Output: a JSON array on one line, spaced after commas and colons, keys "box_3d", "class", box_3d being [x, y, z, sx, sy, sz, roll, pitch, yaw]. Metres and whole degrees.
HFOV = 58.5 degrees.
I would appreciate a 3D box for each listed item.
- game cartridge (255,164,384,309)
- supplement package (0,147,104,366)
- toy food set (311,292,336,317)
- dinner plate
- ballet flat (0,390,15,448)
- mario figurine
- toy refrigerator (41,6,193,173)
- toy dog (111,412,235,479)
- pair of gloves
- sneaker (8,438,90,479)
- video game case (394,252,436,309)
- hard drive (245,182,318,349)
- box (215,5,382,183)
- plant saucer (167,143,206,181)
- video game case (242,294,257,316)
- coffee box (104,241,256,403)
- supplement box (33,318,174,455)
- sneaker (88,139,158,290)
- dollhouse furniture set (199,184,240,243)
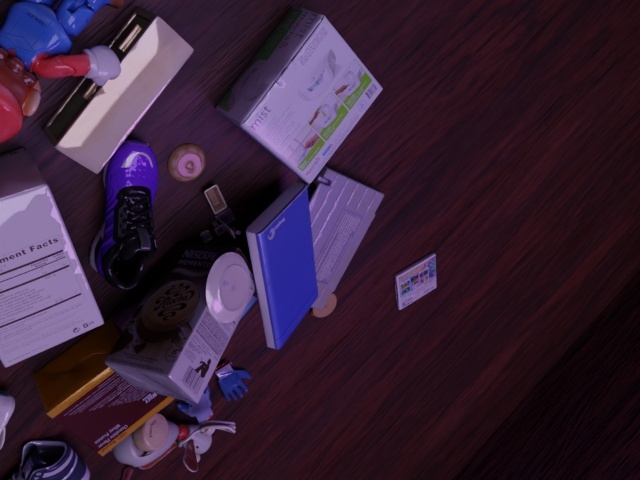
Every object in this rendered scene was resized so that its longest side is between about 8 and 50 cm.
[{"box_3d": [0.000, 0.000, 1.442, 0.230, 0.068, 0.355, 17, 105, -48], "class": "game cartridge"}, {"box_3d": [-0.514, 0.026, 0.961, 0.175, 0.177, 0.293, -24, 129, -25], "class": "supplement package"}, {"box_3d": [0.009, 0.178, 1.586, 0.083, 0.020, 0.082, 24, 101, -45], "class": "toy food set"}, {"box_3d": [-0.176, 0.094, 1.131, 0.141, 0.017, 0.141, -5, 95, -60], "class": "dinner plate"}, {"box_3d": [-0.715, 0.464, 1.128, 0.139, 0.139, 0.400, 20, 102, -44], "class": "ballet flat"}, {"box_3d": [-0.437, -0.280, 0.857, 0.320, 0.198, 0.170, -58, 152, -10], "class": "mario figurine"}, {"box_3d": [-0.348, -0.258, 0.969, 0.269, 0.102, 0.094, -51, 135, 0], "class": "toy refrigerator"}, {"box_3d": [-0.379, 0.509, 1.364, 0.334, 0.220, 0.161, 22, 59, -38], "class": "toy dog"}, {"box_3d": [-0.275, 0.394, 1.496, 0.198, 0.023, 0.159, -32, 134, -17], "class": "pair of gloves"}, {"box_3d": [-0.653, 0.540, 1.229, 0.282, 0.099, 0.153, -29, 136, -30], "class": "sneaker"}, {"box_3d": [0.299, 0.128, 1.787, 0.157, 0.019, 0.143, -28, 130, -21], "class": "video game case"}, {"box_3d": [-0.076, 0.059, 1.286, 0.210, 0.040, 0.318, -51, 145, -46], "class": "hard drive"}, {"box_3d": [-0.038, -0.292, 1.175, 0.262, 0.127, 0.231, -53, 135, 2], "class": "box"}, {"box_3d": [-0.268, -0.155, 1.159, 0.083, 0.015, 0.083, -20, 127, -28], "class": "plant saucer"}, {"box_3d": [-0.242, 0.150, 1.373, 0.119, 0.015, 0.166, -51, 136, -1], "class": "video game case"}, {"box_3d": [-0.270, 0.156, 1.157, 0.297, 0.168, 0.119, -66, 146, -33], "class": "coffee box"}, {"box_3d": [-0.458, 0.314, 1.222, 0.191, 0.129, 0.194, -38, 133, -14], "class": "supplement box"}, {"box_3d": [-0.349, -0.036, 1.075, 0.102, 0.146, 0.293, 0, 117, -39], "class": "sneaker"}, {"box_3d": [-0.221, -0.049, 1.215, 0.091, 0.081, 0.114, -34, 133, -17], "class": "dollhouse furniture set"}]
